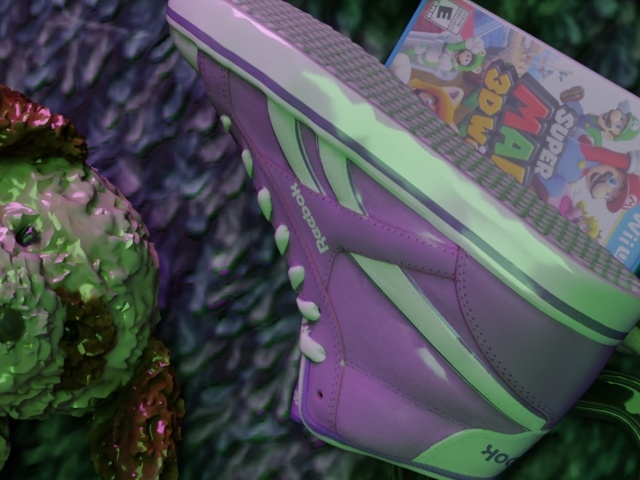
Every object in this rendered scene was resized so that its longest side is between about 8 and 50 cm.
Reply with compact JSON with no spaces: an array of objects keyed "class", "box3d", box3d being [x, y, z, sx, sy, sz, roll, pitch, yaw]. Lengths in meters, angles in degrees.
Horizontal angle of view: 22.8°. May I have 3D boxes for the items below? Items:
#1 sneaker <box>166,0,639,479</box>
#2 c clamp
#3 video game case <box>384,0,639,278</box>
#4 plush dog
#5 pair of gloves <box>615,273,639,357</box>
[{"class":"sneaker","box3d":[0.000,0.000,0.757,0.282,0.102,0.161,43,110,22]},{"class":"c clamp","box3d":[0.092,0.121,0.772,0.160,0.022,0.137,2,72,14]},{"class":"video game case","box3d":[0.092,-0.037,0.776,0.166,0.015,0.119,35,100,24]},{"class":"plush dog","box3d":[-0.185,0.047,0.787,0.225,0.210,0.262,-24,101,-9]},{"class":"pair of gloves","box3d":[0.197,-0.055,0.778,0.240,0.042,0.204,-46,72,-2]}]
